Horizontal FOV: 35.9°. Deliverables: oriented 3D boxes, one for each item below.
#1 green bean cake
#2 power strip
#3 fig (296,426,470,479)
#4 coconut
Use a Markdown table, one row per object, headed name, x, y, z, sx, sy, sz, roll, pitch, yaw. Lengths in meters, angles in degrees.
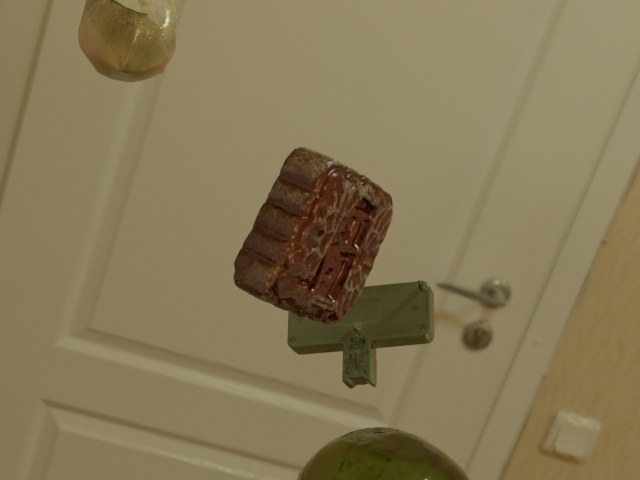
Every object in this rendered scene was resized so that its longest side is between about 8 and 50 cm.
| name | x | y | z | sx | sy | sz | roll | pitch | yaw |
| --- | --- | --- | --- | --- | --- | --- | --- | --- | --- |
| green bean cake | 0.000 | 0.000 | 0.853 | 0.056 | 0.135 | 0.136 | 22 | -2 | 35 |
| power strip | 0.056 | 0.137 | 1.422 | 0.216 | 0.145 | 0.061 | -8 | -26 | 18 |
| fig | 0.055 | 0.293 | 0.984 | 0.207 | 0.207 | 0.230 | 28 | 17 | 28 |
| coconut | -0.205 | -0.224 | 1.054 | 0.110 | 0.110 | 0.124 | 12 | 47 | -24 |
